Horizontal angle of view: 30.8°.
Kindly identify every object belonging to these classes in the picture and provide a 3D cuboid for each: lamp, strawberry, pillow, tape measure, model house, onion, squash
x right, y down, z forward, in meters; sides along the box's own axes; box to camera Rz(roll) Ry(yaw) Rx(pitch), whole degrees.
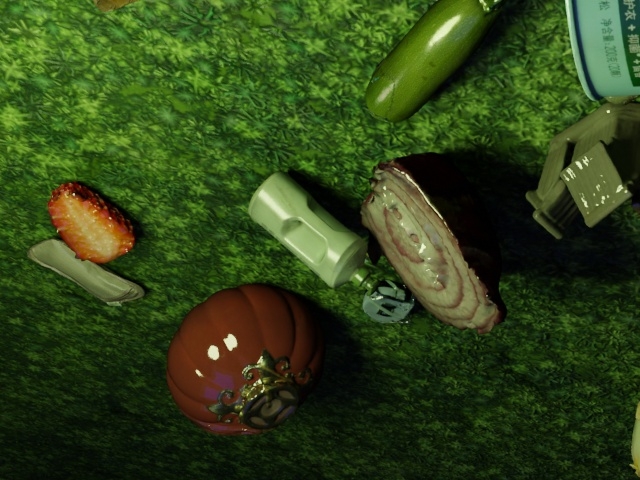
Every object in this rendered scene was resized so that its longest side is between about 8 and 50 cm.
[{"bbox_3d":[-0.137,0.222,2.153,0.303,0.257,0.303,-18,136,-18],"label":"lamp"},{"bbox_3d":[-0.397,-0.042,2.015,0.121,0.082,0.188,-18,132,12],"label":"strawberry"},{"bbox_3d":[-0.452,0.063,2.236,0.130,0.038,0.232,-15,139,44],"label":"pillow"},{"bbox_3d":[0.123,0.110,2.075,0.094,0.054,0.091,8,143,4],"label":"tape measure"},{"bbox_3d":[0.377,-0.087,1.544,0.122,0.188,0.229,40,142,-13],"label":"model house"},{"bbox_3d":[0.187,-0.002,1.694,0.280,0.146,0.314,50,162,6],"label":"onion"},{"bbox_3d":[0.145,-0.241,1.455,0.087,0.087,0.331,23,147,-17],"label":"squash"}]

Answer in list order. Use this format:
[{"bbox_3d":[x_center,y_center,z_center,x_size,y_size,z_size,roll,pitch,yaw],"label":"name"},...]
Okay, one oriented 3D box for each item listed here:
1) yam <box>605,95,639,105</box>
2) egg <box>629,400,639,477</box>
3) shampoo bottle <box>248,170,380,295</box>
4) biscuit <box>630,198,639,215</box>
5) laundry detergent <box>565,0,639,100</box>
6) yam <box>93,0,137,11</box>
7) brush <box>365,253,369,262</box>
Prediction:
[{"bbox_3d":[0.396,-0.201,1.461,0.043,0.043,0.094,24,148,-18],"label":"yam"},{"bbox_3d":[0.687,0.359,2.126,0.244,0.201,0.201,-6,145,17],"label":"egg"},{"bbox_3d":[0.000,0.000,1.807,0.234,0.087,0.118,41,161,11],"label":"shampoo bottle"},{"bbox_3d":[0.521,-0.073,1.611,0.170,0.050,0.170,1,160,0],"label":"biscuit"},{"bbox_3d":[0.402,-0.282,1.086,0.305,0.287,0.287,-1,147,23],"label":"laundry detergent"},{"bbox_3d":[-0.193,-0.336,1.456,0.241,0.057,0.057,-11,142,33],"label":"yam"},{"bbox_3d":[0.081,0.025,1.983,0.083,0.021,0.019,-16,136,39],"label":"brush"}]
